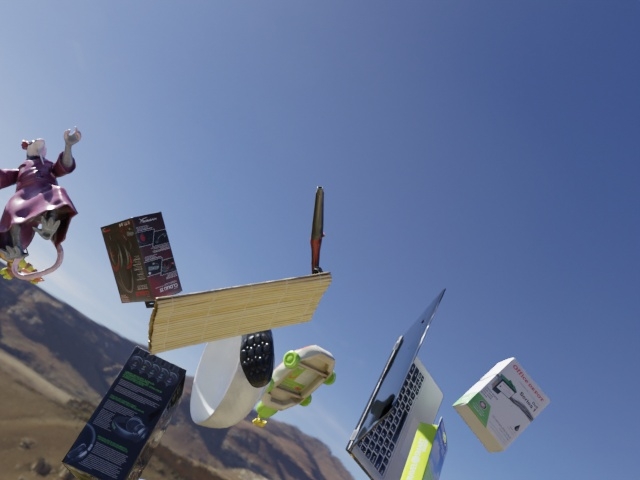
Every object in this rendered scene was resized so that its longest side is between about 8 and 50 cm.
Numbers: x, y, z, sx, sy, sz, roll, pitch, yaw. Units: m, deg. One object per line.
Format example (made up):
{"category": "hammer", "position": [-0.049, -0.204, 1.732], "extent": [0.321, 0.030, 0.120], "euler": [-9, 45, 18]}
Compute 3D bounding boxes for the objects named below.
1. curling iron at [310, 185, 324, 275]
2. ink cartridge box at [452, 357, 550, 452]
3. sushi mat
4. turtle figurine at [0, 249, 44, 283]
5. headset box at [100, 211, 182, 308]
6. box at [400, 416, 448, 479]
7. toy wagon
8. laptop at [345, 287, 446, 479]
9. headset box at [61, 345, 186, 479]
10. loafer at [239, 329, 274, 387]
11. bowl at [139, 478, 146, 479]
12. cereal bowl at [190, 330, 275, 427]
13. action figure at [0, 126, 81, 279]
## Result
{"category": "curling iron", "position": [0.000, 0.000, 1.247], "extent": [0.068, 0.035, 0.273], "euler": [31, -53, 46]}
{"category": "ink cartridge box", "position": [0.514, 0.462, 1.473], "extent": [0.160, 0.219, 0.092], "euler": [51, -26, 12]}
{"category": "sushi mat", "position": [-0.139, 0.127, 0.916], "extent": [0.019, 0.317, 0.151], "euler": [63, -34, 33]}
{"category": "turtle figurine", "position": [-0.908, 0.030, 1.497], "extent": [0.269, 0.087, 0.217], "euler": [43, -34, -19]}
{"category": "headset box", "position": [-0.567, 0.073, 1.654], "extent": [0.218, 0.110, 0.293], "euler": [-8, -83, 43]}
{"category": "box", "position": [0.188, 0.424, 0.952], "extent": [0.043, 0.178, 0.109], "euler": [4, -53, 28]}
{"category": "toy wagon", "position": [-0.107, 0.499, 1.777], "extent": [0.267, 0.344, 0.068], "euler": [41, 8, -49]}
{"category": "laptop", "position": [0.254, 0.407, 1.314], "extent": [0.236, 0.382, 0.407], "euler": [-16, -63, 42]}
{"category": "headset box", "position": [-0.420, 0.405, 1.167], "extent": [0.131, 0.283, 0.246], "euler": [26, -34, -1]}
{"category": "loafer", "position": [-0.135, 0.220, 1.126], "extent": [0.076, 0.223, 0.078], "euler": [-16, -43, 1]}
{"category": "bowl", "position": [-0.688, 0.932, 1.666], "extent": [0.077, 0.391, 0.391], "euler": [38, -18, 30]}
{"category": "cereal bowl", "position": [-0.224, 0.355, 1.432], "extent": [0.141, 0.338, 0.339], "euler": [26, -20, -22]}
{"category": "action figure", "position": [-0.728, -0.129, 1.370], "extent": [0.275, 0.248, 0.370], "euler": [96, -24, -49]}
